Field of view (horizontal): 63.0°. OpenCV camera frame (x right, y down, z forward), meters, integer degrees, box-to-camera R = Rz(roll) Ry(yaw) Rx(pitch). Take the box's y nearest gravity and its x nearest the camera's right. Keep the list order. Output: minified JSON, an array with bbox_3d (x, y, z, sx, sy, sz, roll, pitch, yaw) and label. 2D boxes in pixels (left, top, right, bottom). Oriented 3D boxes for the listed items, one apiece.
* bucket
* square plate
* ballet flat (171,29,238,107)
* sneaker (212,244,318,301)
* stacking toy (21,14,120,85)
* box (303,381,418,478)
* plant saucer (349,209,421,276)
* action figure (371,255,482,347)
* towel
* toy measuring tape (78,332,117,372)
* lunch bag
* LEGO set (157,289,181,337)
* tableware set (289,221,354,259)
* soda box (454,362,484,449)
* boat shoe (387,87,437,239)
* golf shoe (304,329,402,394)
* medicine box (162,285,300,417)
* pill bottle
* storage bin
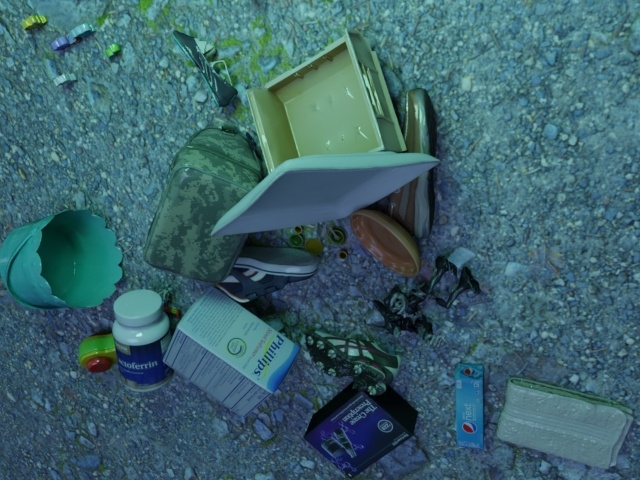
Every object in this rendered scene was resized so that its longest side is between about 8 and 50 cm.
[{"bbox_3d":[-0.710,0.058,1.429,0.183,0.281,0.281,-7,109,25],"label":"bucket"},{"bbox_3d":[-0.004,-0.094,1.017,0.347,0.344,0.049,-29,74,55],"label":"square plate"},{"bbox_3d":[-0.255,-0.402,1.191,0.074,0.074,0.203,-32,93,27],"label":"ballet flat"},{"bbox_3d":[-0.146,0.086,1.323,0.321,0.126,0.128,5,109,28],"label":"sneaker"},{"bbox_3d":[-0.606,-0.497,1.273,0.221,0.052,0.167,-18,105,24],"label":"stacking toy"},{"bbox_3d":[0.108,0.504,1.426,0.184,0.103,0.261,40,119,-4],"label":"box"},{"bbox_3d":[0.150,0.001,1.176,0.200,0.200,0.037,46,74,-4],"label":"plant saucer"},{"bbox_3d":[0.227,0.159,1.218,0.164,0.141,0.276,37,118,-12],"label":"action figure"},{"bbox_3d":[0.583,0.446,1.267,0.282,0.049,0.187,10,114,15],"label":"towel"},{"bbox_3d":[-0.657,0.308,1.581,0.121,0.121,0.330,39,126,0],"label":"toy measuring tape"},{"bbox_3d":[-0.261,-0.095,1.213,0.212,0.256,0.305,17,122,-18],"label":"lunch bag"},{"bbox_3d":[-0.472,0.252,1.542,0.182,0.060,0.244,-31,99,23],"label":"LEGO set"},{"bbox_3d":[0.000,0.000,1.292,0.154,0.024,0.104,24,118,8],"label":"tableware set"},{"bbox_3d":[0.376,0.416,1.312,0.067,0.071,0.210,1,112,19],"label":"soda box"},{"bbox_3d":[0.182,-0.156,1.112,0.116,0.123,0.324,5,112,19],"label":"boat shoe"},{"bbox_3d":[0.078,0.300,1.355,0.272,0.120,0.105,23,126,34],"label":"golf shoe"},{"bbox_3d":[-0.241,0.302,1.377,0.289,0.149,0.263,35,142,-2],"label":"medicine box"},{"bbox_3d":[-0.495,0.279,1.460,0.153,0.153,0.265,12,121,14],"label":"pill bottle"},{"bbox_3d":[0.006,-0.256,1.074,0.262,0.123,0.260,-20,83,33],"label":"storage bin"}]
